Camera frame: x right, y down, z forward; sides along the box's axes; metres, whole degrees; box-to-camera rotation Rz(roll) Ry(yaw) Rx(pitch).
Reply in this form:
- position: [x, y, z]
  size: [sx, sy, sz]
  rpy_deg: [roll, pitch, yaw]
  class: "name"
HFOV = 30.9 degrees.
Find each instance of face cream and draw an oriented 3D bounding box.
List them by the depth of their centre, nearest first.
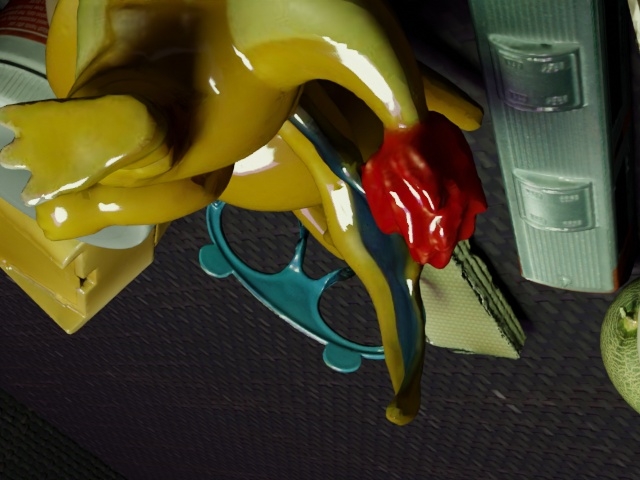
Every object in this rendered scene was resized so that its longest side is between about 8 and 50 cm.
- position: [-0.184, -0.124, 0.963]
  size: [0.201, 0.187, 0.201]
  rpy_deg: [23, 154, 12]
  class: "face cream"

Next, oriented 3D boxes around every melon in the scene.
- position: [0.299, 0.086, 0.909]
  size: [0.192, 0.139, 0.139]
  rpy_deg: [23, 159, -26]
  class: "melon"

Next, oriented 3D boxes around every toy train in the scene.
- position: [0.171, -0.072, 0.820]
  size: [0.086, 0.089, 0.409]
  rpy_deg: [11, 149, 23]
  class: "toy train"

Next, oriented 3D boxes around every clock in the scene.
- position: [-0.308, -0.089, 1.174]
  size: [0.317, 0.200, 0.244]
  rpy_deg: [35, 152, 6]
  class: "clock"

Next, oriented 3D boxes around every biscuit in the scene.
- position: [0.112, 0.037, 1.119]
  size: [0.121, 0.040, 0.199]
  rpy_deg: [3, 140, 42]
  class: "biscuit"

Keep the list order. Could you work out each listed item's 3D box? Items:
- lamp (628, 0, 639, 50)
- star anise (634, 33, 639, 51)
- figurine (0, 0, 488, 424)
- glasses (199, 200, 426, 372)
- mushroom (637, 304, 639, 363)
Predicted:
- position: [0.184, -0.138, 0.524]
  size: [0.089, 0.090, 0.325]
  rpy_deg: [-2, 112, 45]
  class: "lamp"
- position: [0.271, -0.148, 0.577]
  size: [0.272, 0.102, 0.272]
  rpy_deg: [27, 133, 32]
  class: "star anise"
- position: [-0.039, -0.096, 0.695]
  size: [0.268, 0.400, 0.387]
  rpy_deg: [-13, -178, 7]
  class: "figurine"
- position: [0.018, -0.015, 1.042]
  size: [0.239, 0.102, 0.207]
  rpy_deg: [39, 125, 8]
  class: "glasses"
- position: [0.357, 0.097, 0.702]
  size: [0.315, 0.355, 0.315]
  rpy_deg: [-3, 175, 0]
  class: "mushroom"
